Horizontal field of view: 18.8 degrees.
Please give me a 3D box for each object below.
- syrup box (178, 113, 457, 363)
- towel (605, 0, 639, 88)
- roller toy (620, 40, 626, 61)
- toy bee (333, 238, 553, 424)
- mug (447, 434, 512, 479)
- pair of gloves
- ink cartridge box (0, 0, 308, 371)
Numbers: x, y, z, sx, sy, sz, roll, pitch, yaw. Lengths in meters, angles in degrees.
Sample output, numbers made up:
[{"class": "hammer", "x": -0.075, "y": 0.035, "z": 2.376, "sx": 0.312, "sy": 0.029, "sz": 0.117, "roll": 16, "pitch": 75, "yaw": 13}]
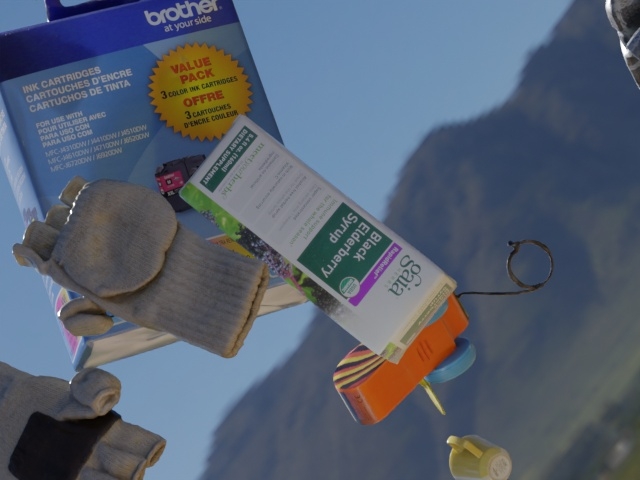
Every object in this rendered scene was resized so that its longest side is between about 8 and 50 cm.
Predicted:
[{"class": "syrup box", "x": 0.000, "y": 0.000, "z": 1.713, "sx": 0.093, "sy": 0.237, "sz": 0.096, "roll": -52, "pitch": -15, "yaw": 1}, {"class": "towel", "x": 0.310, "y": -0.110, "z": 1.048, "sx": 0.283, "sy": 0.121, "sz": 0.235, "roll": -34, "pitch": -42, "yaw": 4}, {"class": "roller toy", "x": 0.443, "y": -0.234, "z": 2.162, "sx": 0.209, "sy": 0.191, "sz": 0.146, "roll": -8, "pitch": -33, "yaw": -27}, {"class": "toy bee", "x": 0.123, "y": 0.114, "z": 2.305, "sx": 0.298, "sy": 0.195, "sz": 0.162, "roll": -15, "pitch": 9, "yaw": -27}, {"class": "mug", "x": 0.192, "y": 0.270, "z": 2.335, "sx": 0.064, "sy": 0.078, "sz": 0.062, "roll": 7, "pitch": 91, "yaw": 61}, {"class": "pair of gloves", "x": -0.167, "y": 0.074, "z": 1.371, "sx": 0.240, "sy": 0.204, "sz": 0.042, "roll": -58, "pitch": -31, "yaw": -3}, {"class": "ink cartridge box", "x": -0.187, "y": -0.095, "z": 1.994, "sx": 0.270, "sy": 0.395, "sz": 0.151, "roll": -17, "pitch": -14, "yaw": -19}]
